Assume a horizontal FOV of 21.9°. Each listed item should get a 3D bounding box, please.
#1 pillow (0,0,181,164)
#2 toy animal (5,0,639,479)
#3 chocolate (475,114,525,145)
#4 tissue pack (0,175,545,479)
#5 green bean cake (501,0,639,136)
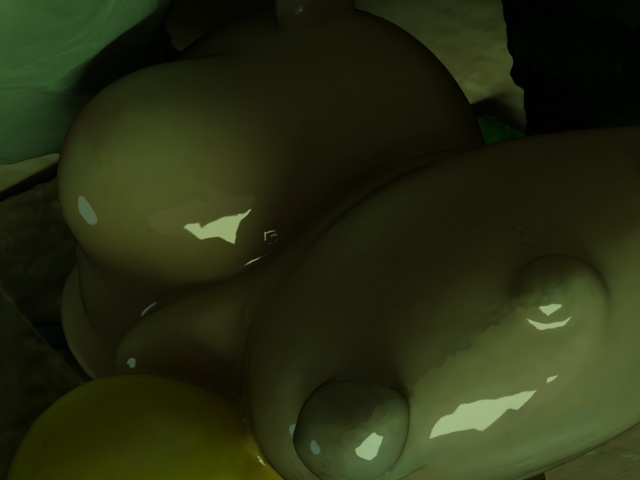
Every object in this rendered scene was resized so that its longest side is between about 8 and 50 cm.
[{"bbox_3d":[-0.191,-0.101,0.656,0.310,0.138,0.283,-11,156,-11],"label":"pillow"},{"bbox_3d":[-0.019,0.005,0.687,0.277,0.247,0.345,-17,170,-20],"label":"toy animal"},{"bbox_3d":[0.148,0.011,1.099,0.110,0.110,0.291,-24,155,21],"label":"chocolate"},{"bbox_3d":[-0.025,0.129,1.033,0.228,0.293,0.382,-21,154,29],"label":"tissue pack"},{"bbox_3d":[0.233,-0.092,0.774,0.308,0.169,0.300,-36,126,-33],"label":"green bean cake"}]
